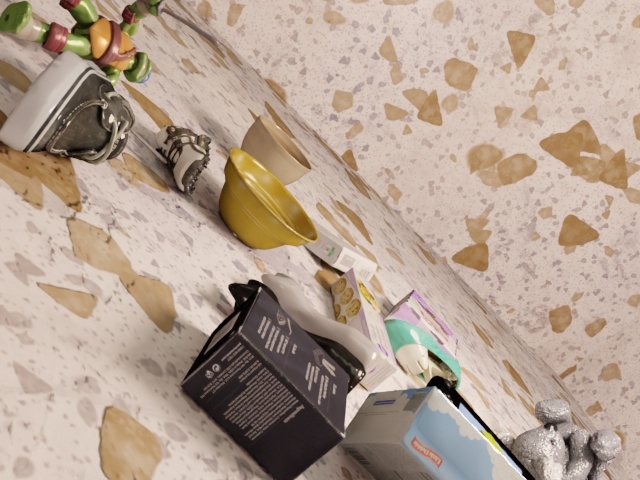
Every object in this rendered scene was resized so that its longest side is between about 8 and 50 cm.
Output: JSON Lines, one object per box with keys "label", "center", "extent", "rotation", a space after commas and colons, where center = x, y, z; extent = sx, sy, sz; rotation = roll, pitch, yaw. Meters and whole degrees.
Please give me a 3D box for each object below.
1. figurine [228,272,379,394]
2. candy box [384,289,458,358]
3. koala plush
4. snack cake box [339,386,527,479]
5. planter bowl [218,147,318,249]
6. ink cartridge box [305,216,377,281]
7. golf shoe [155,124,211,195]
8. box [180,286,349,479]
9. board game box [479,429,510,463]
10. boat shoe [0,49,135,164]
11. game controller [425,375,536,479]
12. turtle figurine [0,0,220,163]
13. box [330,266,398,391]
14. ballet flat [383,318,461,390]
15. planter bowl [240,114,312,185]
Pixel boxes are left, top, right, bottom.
{"label": "figurine", "center": [-0.025, 0.126, 1.064], "extent": [0.209, 0.092, 0.215], "rotation": [45, 11, 7]}
{"label": "candy box", "center": [0.234, 0.207, 1.722], "extent": [0.165, 0.070, 0.196], "rotation": [49, 12, 4]}
{"label": "koala plush", "center": [0.483, 0.460, 1.601], "extent": [0.221, 0.203, 0.196], "rotation": [13, 12, -43]}
{"label": "snack cake box", "center": [0.168, 0.308, 0.962], "extent": [0.264, 0.089, 0.152], "rotation": [46, -31, -11]}
{"label": "planter bowl", "center": [-0.108, -0.050, 1.293], "extent": [0.217, 0.090, 0.217], "rotation": [45, 12, -12]}
{"label": "ink cartridge box", "center": [0.000, 0.000, 1.661], "extent": [0.224, 0.056, 0.181], "rotation": [33, 3, 31]}
{"label": "golf shoe", "center": [-0.231, -0.136, 1.221], "extent": [0.094, 0.077, 0.198], "rotation": [28, 14, -18]}
{"label": "box", "center": [-0.054, 0.156, 0.835], "extent": [0.158, 0.093, 0.156], "rotation": [45, 12, -6]}
{"label": "board game box", "center": [0.279, 0.406, 1.202], "extent": [0.043, 0.092, 0.181], "rotation": [33, 19, -49]}
{"label": "boat shoe", "center": [-0.287, -0.155, 0.930], "extent": [0.119, 0.121, 0.335], "rotation": [40, 12, -13]}
{"label": "game controller", "center": [0.301, 0.392, 1.389], "extent": [0.319, 0.067, 0.166], "rotation": [48, 12, 2]}
{"label": "turtle figurine", "center": [-0.316, -0.307, 1.137], "extent": [0.266, 0.198, 0.275], "rotation": [27, 20, -50]}
{"label": "box", "center": [0.072, 0.149, 1.358], "extent": [0.063, 0.067, 0.324], "rotation": [43, 14, -18]}
{"label": "ballet flat", "center": [0.209, 0.242, 1.518], "extent": [0.247, 0.083, 0.087], "rotation": [37, 30, -35]}
{"label": "planter bowl", "center": [-0.112, -0.177, 1.631], "extent": [0.162, 0.109, 0.162], "rotation": [46, 13, -13]}
